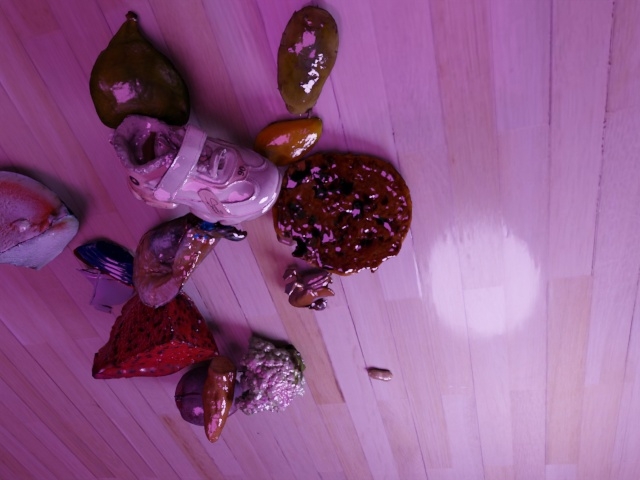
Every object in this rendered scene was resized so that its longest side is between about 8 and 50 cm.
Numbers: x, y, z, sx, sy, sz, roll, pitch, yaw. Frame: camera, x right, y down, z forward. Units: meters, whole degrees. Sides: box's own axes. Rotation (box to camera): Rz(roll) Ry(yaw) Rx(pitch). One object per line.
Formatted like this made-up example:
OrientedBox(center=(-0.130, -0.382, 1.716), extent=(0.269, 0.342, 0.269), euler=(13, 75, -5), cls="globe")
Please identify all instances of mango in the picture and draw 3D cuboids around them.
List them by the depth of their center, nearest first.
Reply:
OrientedBox(center=(-0.078, -0.227, 1.020), extent=(0.187, 0.066, 0.101), euler=(-20, 120, 13), cls="mango")

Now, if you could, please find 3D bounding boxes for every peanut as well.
OrientedBox(center=(0.196, 0.440, 1.447), extent=(0.083, 0.037, 0.037), euler=(15, 125, 3), cls="peanut")

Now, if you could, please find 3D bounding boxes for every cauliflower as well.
OrientedBox(center=(-0.181, 0.444, 1.425), extent=(0.256, 0.239, 0.315), euler=(21, 147, -38), cls="cauliflower")

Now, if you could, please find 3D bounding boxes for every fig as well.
OrientedBox(center=(-0.391, -0.353, 0.943), extent=(0.203, 0.203, 0.235), euler=(-16, 81, 18), cls="fig")

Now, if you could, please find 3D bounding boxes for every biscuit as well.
OrientedBox(center=(0.052, -0.064, 1.060), extent=(0.334, 0.081, 0.289), euler=(12, 98, -7), cls="biscuit")

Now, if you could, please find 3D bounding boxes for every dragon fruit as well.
OrientedBox(center=(-0.500, 0.283, 1.263), extent=(0.330, 0.240, 0.302), euler=(-27, 89, -14), cls="dragon fruit")

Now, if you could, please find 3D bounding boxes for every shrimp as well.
OrientedBox(center=(-0.361, 0.035, 1.130), extent=(0.445, 0.221, 0.110), euler=(-26, 153, 35), cls="shrimp")

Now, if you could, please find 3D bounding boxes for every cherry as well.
OrientedBox(center=(-0.381, 0.517, 1.478), extent=(0.266, 0.213, 0.184), euler=(17, 91, -31), cls="cherry")

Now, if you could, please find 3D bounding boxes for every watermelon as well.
OrientedBox(center=(-0.805, -0.051, 1.146), extent=(0.319, 0.214, 0.289), euler=(-23, 117, 35), cls="watermelon")

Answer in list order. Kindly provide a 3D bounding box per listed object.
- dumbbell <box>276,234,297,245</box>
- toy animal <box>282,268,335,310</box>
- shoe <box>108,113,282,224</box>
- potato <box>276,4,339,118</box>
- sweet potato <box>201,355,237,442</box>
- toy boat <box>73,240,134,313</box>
OrientedBox(center=(0.000, 0.000, 1.147), extent=(0.230, 0.082, 0.092), euler=(21, 123, -6), cls="dumbbell")
OrientedBox(center=(-0.012, 0.137, 1.249), extent=(0.188, 0.089, 0.179), euler=(-34, 130, 26), cls="toy animal")
OrientedBox(center=(-0.260, -0.146, 0.924), extent=(0.350, 0.172, 0.198), euler=(4, 161, 3), cls="shoe")
OrientedBox(center=(-0.031, -0.359, 0.905), extent=(0.117, 0.090, 0.226), euler=(11, 132, -7), cls="potato")
OrientedBox(center=(-0.314, 0.483, 1.346), extent=(0.097, 0.252, 0.097), euler=(6, 168, 1), cls="sweet potato")
OrientedBox(center=(-0.626, 0.136, 1.339), extent=(0.219, 0.072, 0.318), euler=(12, 128, 3), cls="toy boat")
